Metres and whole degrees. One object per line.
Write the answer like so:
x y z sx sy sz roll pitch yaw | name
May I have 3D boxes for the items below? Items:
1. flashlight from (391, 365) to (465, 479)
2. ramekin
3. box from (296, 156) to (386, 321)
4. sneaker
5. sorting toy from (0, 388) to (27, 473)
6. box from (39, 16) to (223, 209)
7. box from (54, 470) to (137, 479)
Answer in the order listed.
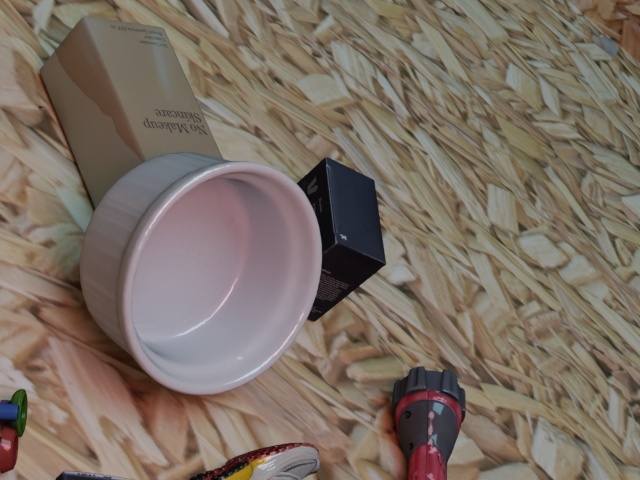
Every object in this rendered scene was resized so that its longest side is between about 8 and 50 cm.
0.138 0.306 1.740 0.103 0.103 0.304 34 37 -22 | flashlight
-0.145 0.029 1.560 0.277 0.277 0.135 7 11 -43 | ramekin
0.000 0.000 1.834 0.093 0.158 0.156 24 42 -31 | box
-0.077 0.295 1.554 0.225 0.088 0.092 -17 91 -53 | sneaker
-0.334 0.194 1.393 0.042 0.061 0.102 3 38 -2 | sorting toy
-0.232 -0.127 1.738 0.148 0.121 0.311 -2 58 -48 | box
-0.226 0.346 1.266 0.108 0.153 0.207 17 46 -37 | box
